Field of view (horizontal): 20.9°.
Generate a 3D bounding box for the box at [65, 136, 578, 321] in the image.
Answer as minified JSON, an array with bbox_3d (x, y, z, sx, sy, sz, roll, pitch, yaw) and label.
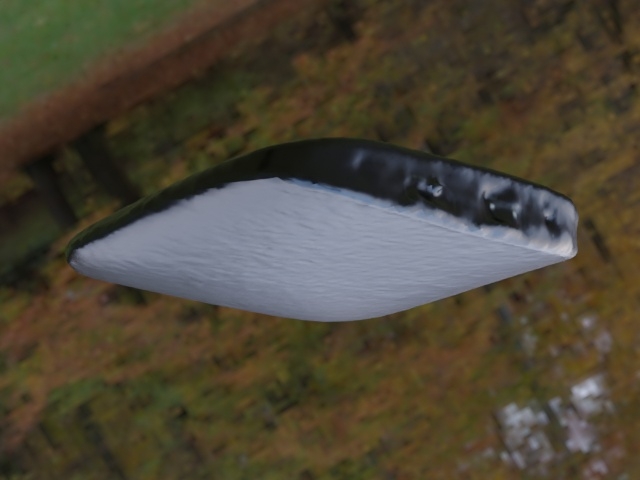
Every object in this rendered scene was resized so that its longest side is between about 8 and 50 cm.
[{"bbox_3d":[0.000,0.000,0.807,0.212,0.042,0.201,11,161,-41],"label":"box"}]
